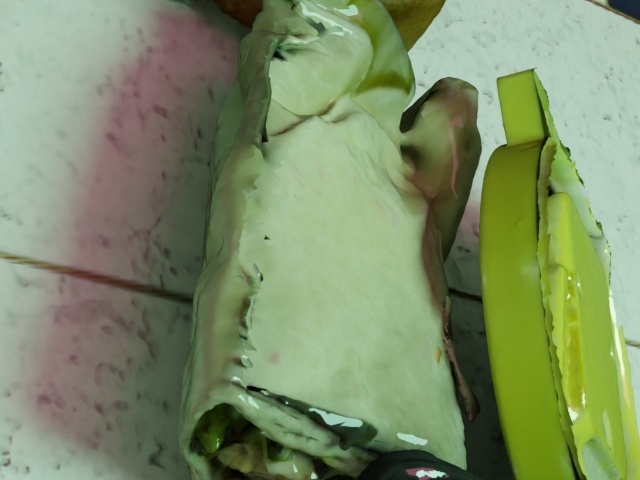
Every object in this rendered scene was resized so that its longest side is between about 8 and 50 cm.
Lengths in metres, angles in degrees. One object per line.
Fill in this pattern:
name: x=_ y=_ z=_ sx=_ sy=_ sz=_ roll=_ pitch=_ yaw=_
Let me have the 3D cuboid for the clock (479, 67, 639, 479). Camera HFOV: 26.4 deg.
clock: x=0.141 y=0.072 z=0.847 sx=0.277 sy=0.071 sz=0.293 roll=57 pitch=28 yaw=-47

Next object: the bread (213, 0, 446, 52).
bread: x=-0.032 y=-0.264 z=0.870 sx=0.340 sy=0.179 sz=0.194 roll=27 pitch=46 yaw=-24

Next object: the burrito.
burrito: x=0.001 y=0.002 z=0.789 sx=0.190 sy=0.135 sz=0.331 roll=29 pitch=47 yaw=-28

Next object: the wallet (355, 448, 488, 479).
wallet: x=0.134 y=0.240 z=0.739 sx=0.378 sy=0.197 sz=0.051 roll=26 pitch=18 yaw=-27
